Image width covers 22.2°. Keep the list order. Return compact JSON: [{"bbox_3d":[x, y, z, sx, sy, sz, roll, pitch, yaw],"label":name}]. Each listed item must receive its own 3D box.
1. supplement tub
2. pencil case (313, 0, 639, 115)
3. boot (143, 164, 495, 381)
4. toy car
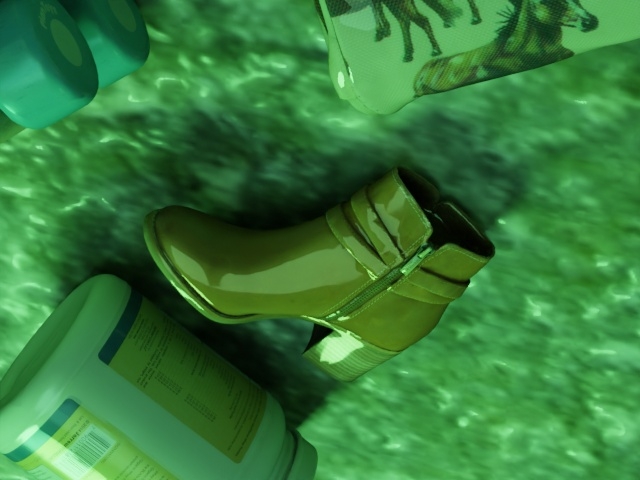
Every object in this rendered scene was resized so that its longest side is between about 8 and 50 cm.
[{"bbox_3d":[-0.116,0.133,1.128,0.200,0.144,0.144,39,125,-14],"label":"supplement tub"},{"bbox_3d":[0.183,-0.201,0.789,0.410,0.183,0.160,-17,149,21],"label":"pencil case"},{"bbox_3d":[0.000,0.000,1.051,0.197,0.073,0.152,30,129,-23],"label":"boot"},{"bbox_3d":[-0.262,-0.147,0.948,0.219,0.210,0.238,-26,101,17],"label":"toy car"}]
